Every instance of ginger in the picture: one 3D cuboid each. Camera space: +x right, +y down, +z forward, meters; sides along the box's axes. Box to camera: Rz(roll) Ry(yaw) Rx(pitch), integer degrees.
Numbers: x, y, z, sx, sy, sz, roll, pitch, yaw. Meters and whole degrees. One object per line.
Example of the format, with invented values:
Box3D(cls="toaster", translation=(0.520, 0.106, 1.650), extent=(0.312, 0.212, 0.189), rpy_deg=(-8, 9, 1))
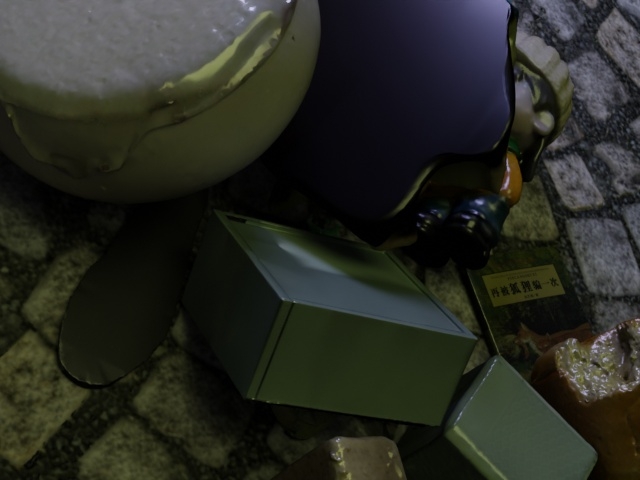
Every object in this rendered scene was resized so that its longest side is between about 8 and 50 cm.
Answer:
Box3D(cls="ginger", translation=(0.084, -0.157, 1.572), extent=(0.358, 0.211, 0.413), rpy_deg=(-28, 56, 3))

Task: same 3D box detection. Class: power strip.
Box3D(cls="power strip", translation=(0.206, 0.263, 1.487), extent=(0.224, 0.140, 0.139), rpy_deg=(45, 48, -2))

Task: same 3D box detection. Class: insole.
Box3D(cls="insole", translation=(-0.194, 0.030, 1.447), extent=(0.110, 0.012, 0.310), rpy_deg=(29, 52, -15))

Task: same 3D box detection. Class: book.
Box3D(cls="book", translation=(0.272, 0.120, 1.689), extent=(0.160, 0.024, 0.228), rpy_deg=(-6, 68, -33))

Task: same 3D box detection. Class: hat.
Box3D(cls="hat", translation=(-0.011, 0.168, 1.456), extent=(0.076, 0.059, 0.077), rpy_deg=(-33, 89, -36))

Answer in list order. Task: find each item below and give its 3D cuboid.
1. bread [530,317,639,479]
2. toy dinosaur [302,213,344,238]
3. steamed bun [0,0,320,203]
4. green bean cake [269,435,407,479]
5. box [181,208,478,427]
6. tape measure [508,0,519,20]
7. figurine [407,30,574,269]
Box3D(cls="bread", translation=(0.366, 0.263, 1.544), extent=(0.148, 0.195, 0.344), rpy_deg=(-21, 82, -39))
Box3D(cls="toy dinosaur", translation=(0.000, 0.000, 1.585), extent=(0.083, 0.021, 0.062), rpy_deg=(-40, 101, -42))
Box3D(cls="steamed bun", translation=(-0.182, -0.196, 1.413), extent=(0.374, 0.241, 0.375), rpy_deg=(-3, 60, 5))
Box3D(cls="green bean cake", translation=(0.011, 0.268, 1.331), extent=(0.085, 0.179, 0.109), rpy_deg=(2, 64, -33))
Box3D(cls="box", translation=(0.003, 0.085, 1.405), extent=(0.225, 0.117, 0.225), rpy_deg=(13, 18, -27))
Box3D(cls="tape measure", translation=(0.189, -0.304, 1.822), extent=(0.125, 0.081, 0.146), rpy_deg=(-10, 31, -26))
Box3D(cls="figurine", translation=(0.205, -0.113, 1.703), extent=(0.204, 0.185, 0.332), rpy_deg=(36, 62, -53))
